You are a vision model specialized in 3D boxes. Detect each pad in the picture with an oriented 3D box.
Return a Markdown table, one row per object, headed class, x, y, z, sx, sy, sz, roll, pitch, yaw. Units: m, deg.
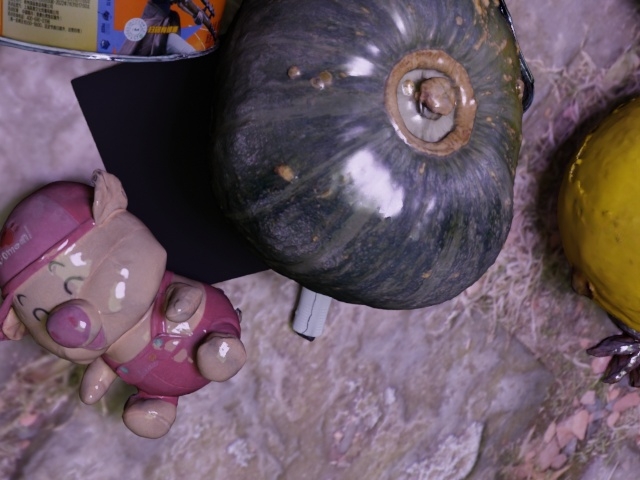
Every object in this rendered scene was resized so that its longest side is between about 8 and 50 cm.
| class | x | y | z | sx | sy | sz | roll | pitch | yaw |
| --- | --- | --- | --- | --- | --- | --- | --- | --- | --- |
| pad | -0.126 | -0.068 | 0.967 | 0.170 | 0.006 | 0.245 | -15 | 111 | 8 |

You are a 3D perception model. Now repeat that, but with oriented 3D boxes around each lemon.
| class | x | y | z | sx | sy | sz | roll | pitch | yaw |
| --- | --- | --- | --- | --- | --- | --- | --- | --- | --- |
| lemon | 0.406 | -0.034 | 1.038 | 0.297 | 0.297 | 0.297 | -5 | 107 | -17 |

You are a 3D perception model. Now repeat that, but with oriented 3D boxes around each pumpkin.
| class | x | y | z | sx | sy | sz | roll | pitch | yaw |
| --- | --- | --- | --- | --- | --- | --- | --- | --- | --- |
| pumpkin | 0.047 | -0.108 | 0.846 | 0.292 | 0.257 | 0.327 | 27 | 72 | -29 |

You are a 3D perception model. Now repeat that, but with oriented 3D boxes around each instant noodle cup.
| class | x | y | z | sx | sy | sz | roll | pitch | yaw |
| --- | --- | --- | --- | --- | --- | --- | --- | --- | --- |
| instant noodle cup | -0.181 | -0.275 | 0.783 | 0.296 | 0.296 | 0.214 | 1 | 113 | -19 |

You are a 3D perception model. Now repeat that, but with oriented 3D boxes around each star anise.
| class | x | y | z | sx | sy | sz | roll | pitch | yaw |
| --- | --- | --- | --- | --- | --- | --- | --- | --- | --- |
| star anise | 0.401 | 0.128 | 1.214 | 0.141 | 0.042 | 0.141 | -5 | 107 | -16 |

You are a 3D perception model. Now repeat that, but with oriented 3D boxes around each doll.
| class | x | y | z | sx | sy | sz | roll | pitch | yaw |
| --- | --- | --- | --- | --- | --- | --- | --- | --- | --- |
| doll | -0.201 | 0.063 | 0.927 | 0.256 | 0.152 | 0.196 | 42 | 87 | -16 |

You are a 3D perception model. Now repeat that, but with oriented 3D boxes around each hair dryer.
| class | x | y | z | sx | sy | sz | roll | pitch | yaw |
| --- | --- | --- | --- | --- | --- | --- | --- | --- | --- |
| hair dryer | 0.000 | 0.000 | 1.038 | 0.131 | 0.073 | 0.236 | 8 | 112 | -19 |

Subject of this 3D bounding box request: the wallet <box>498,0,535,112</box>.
| class | x | y | z | sx | sy | sz | roll | pitch | yaw |
| --- | --- | --- | --- | --- | --- | --- | --- | --- | --- |
| wallet | 0.105 | -0.243 | 1.001 | 0.172 | 0.045 | 0.318 | -32 | 110 | -9 |
